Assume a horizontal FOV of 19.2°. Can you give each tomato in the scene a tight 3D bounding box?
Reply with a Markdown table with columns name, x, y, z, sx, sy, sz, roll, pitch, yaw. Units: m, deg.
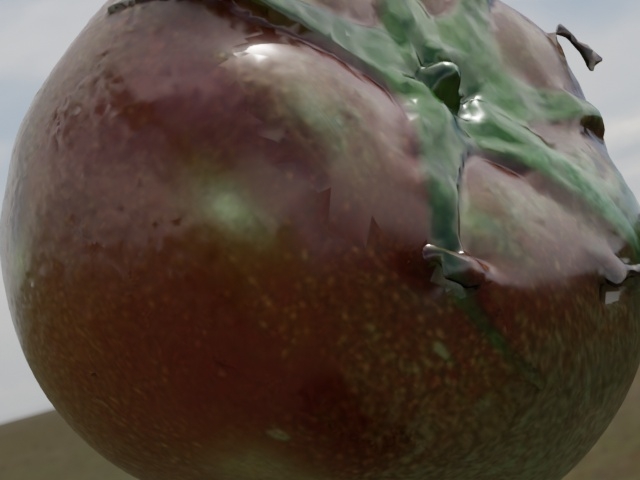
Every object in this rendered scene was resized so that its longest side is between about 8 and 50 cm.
| name | x | y | z | sx | sy | sz | roll | pitch | yaw |
| --- | --- | --- | --- | --- | --- | --- | --- | --- | --- |
| tomato | 0.000 | 0.000 | 0.890 | 0.303 | 0.303 | 0.239 | -12 | -30 | -48 |
